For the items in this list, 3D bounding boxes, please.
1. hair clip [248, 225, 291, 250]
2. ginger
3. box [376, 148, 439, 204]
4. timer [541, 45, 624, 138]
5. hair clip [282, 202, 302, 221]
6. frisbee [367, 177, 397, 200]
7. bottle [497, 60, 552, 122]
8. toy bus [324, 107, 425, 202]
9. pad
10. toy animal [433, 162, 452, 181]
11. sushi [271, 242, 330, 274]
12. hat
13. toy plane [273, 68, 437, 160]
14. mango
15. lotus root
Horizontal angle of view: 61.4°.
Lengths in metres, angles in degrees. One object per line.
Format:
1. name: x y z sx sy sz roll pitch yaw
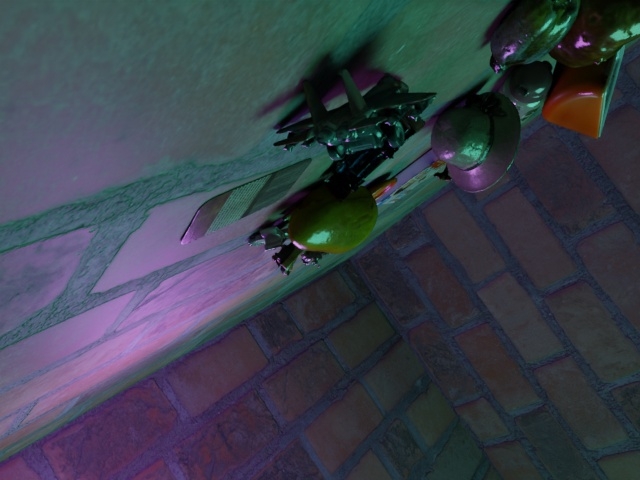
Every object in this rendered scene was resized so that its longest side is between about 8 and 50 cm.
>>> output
1. hair clip: -0.091 -0.005 1.307 0.140 0.054 0.220 -20 176 13
2. ginger: 0.493 -0.405 0.997 0.321 0.172 0.165 -33 139 -65
3. box: 0.318 -0.219 1.879 0.265 0.048 0.273 -37 174 20
4. timer: 0.671 -0.422 1.321 0.250 0.161 0.257 51 58 -76
5. hair clip: -0.038 -0.065 1.308 0.060 0.033 0.188 -37 167 15
6. frisbee: 0.154 -0.143 1.680 0.192 0.035 0.192 -34 174 -4
7. bottle: 0.529 -0.387 1.404 0.120 0.120 0.253 -34 174 2
8. toy bus: 0.105 -0.173 1.090 0.235 0.073 0.096 -41 178 39
9. pad: -0.079 -0.082 0.893 0.250 0.055 0.323 -29 -171 -37
10. toy animal: 0.443 -0.270 1.682 0.298 0.122 0.185 -31 138 -66
11. sushi: -0.004 -0.006 1.514 0.291 0.131 0.139 -41 173 -11
12. hat: 0.347 -0.250 1.314 0.130 0.257 0.257 7 152 -27
13. toy plane: 0.073 -0.177 0.747 0.223 0.104 0.326 -7 -168 30
14. mango: 0.027 -0.049 1.226 0.262 0.130 0.167 -8 115 -50
15. lotus root: 0.350 -0.353 0.916 0.113 0.088 0.192 -14 167 -20
